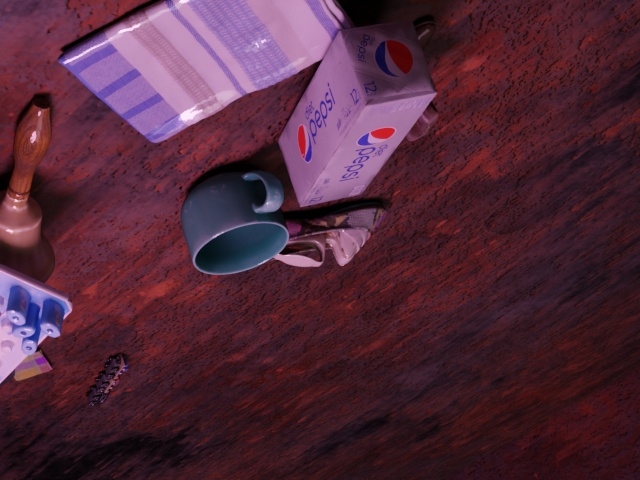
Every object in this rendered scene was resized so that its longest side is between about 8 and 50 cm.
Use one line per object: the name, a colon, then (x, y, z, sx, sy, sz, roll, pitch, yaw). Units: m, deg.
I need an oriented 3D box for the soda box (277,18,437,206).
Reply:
soda box: (0.036, -0.142, 1.485, 0.091, 0.098, 0.286, -12, 163, -20)

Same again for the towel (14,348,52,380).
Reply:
towel: (-0.449, 0.191, 1.956, 0.060, 0.009, 0.083, -16, 154, -5)

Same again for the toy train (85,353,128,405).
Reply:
toy train: (-0.346, 0.229, 2.082, 0.036, 0.027, 0.158, -7, 152, -32)

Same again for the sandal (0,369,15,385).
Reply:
sandal: (-0.610, 0.189, 1.723, 0.167, 0.107, 0.446, -35, 149, 28)

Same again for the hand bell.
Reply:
hand bell: (-0.341, -0.063, 1.450, 0.126, 0.126, 0.242, -3, 139, -30)

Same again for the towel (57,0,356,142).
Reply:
towel: (-0.111, -0.208, 1.377, 0.285, 0.034, 0.209, -24, 153, 10)

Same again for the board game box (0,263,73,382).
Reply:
board game box: (-0.555, 0.110, 1.494, 0.390, 0.050, 0.390, 28, 131, -27)

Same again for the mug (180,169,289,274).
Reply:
mug: (-0.104, -0.035, 1.648, 0.158, 0.097, 0.129, -27, 153, 13)

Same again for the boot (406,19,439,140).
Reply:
boot: (0.119, -0.184, 1.488, 0.037, 0.114, 0.106, 0, 149, -35)

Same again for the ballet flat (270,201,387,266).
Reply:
ballet flat: (0.000, 0.000, 1.811, 0.221, 0.079, 0.077, -8, 151, -23)
